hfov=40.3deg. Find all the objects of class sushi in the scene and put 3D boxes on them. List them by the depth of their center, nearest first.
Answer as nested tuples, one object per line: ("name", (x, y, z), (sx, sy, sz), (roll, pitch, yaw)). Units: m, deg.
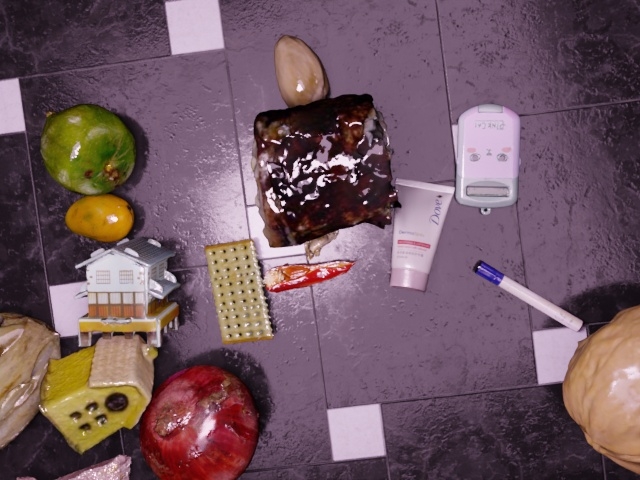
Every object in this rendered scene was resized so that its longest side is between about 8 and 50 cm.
("sushi", (0.007, -0.154, 1.833), (0.294, 0.281, 0.300), (-9, 120, 6))

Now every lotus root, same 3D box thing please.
("lotus root", (-0.727, 0.304, 1.988), (0.210, 0.142, 0.314), (37, 87, -39))

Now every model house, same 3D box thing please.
("model house", (-0.418, 0.110, 1.913), (0.198, 0.224, 0.215), (2, 97, 6))
("model house", (-0.471, 0.312, 1.915), (0.234, 0.193, 0.175), (-32, 117, 8))

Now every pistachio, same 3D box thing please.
("pistachio", (-0.047, -0.366, 1.922), (0.126, 0.108, 0.186), (-20, 84, 45))

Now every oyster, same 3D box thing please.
("oyster", (0.000, 0.000, 1.978), (0.083, 0.038, 0.081), (-9, 104, -21))

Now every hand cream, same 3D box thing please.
("hand cream", (0.217, -0.011, 1.940), (0.133, 0.083, 0.248), (8, 84, 1))

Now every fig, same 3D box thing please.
("fig", (-0.547, -0.213, 1.942), (0.235, 0.203, 0.203), (23, 95, 33))

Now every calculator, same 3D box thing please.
("calculator", (0.371, -0.179, 1.932), (0.141, 0.045, 0.246), (3, 94, 4))

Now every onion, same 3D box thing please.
("onion", (-0.264, 0.408, 1.902), (0.276, 0.276, 0.276), (0, 93, 4))

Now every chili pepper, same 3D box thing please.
("chili pepper", (-0.048, 0.081, 1.971), (0.267, 0.050, 0.059), (-11, 51, 5))

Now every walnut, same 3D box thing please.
("walnut", (0.698, 0.300, 1.809), (0.383, 0.383, 0.384), (0, 93, 4))

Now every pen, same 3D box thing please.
("pen", (0.466, 0.126, 1.948), (0.269, 0.033, 0.033), (30, 94, 2))

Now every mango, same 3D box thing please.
("mango", (-0.499, -0.055, 1.971), (0.163, 0.089, 0.111), (17, 89, 14))

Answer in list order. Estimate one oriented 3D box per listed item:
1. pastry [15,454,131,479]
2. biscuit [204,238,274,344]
("pastry", (-0.557, 0.569, 2.000), (0.265, 0.103, 0.112), (-13, 85, 7))
("biscuit", (-0.185, 0.117, 1.976), (0.139, 0.016, 0.232), (-9, 93, 25))
